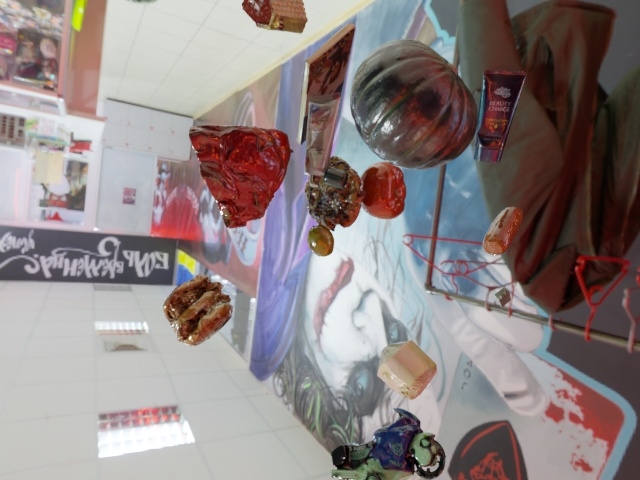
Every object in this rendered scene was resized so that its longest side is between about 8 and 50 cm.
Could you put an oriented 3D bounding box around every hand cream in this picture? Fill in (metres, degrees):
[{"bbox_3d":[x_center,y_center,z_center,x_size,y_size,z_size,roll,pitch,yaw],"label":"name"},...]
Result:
[{"bbox_3d":[-0.004,-0.350,1.418,0.124,0.341,0.077,1,170,25],"label":"hand cream"},{"bbox_3d":[0.542,-0.381,1.271,0.120,0.271,0.061,7,-155,11],"label":"hand cream"}]

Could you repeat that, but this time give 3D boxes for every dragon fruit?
[{"bbox_3d":[-0.241,-0.210,1.305,0.285,0.330,0.228,-2,174,5],"label":"dragon fruit"}]

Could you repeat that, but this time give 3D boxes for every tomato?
[{"bbox_3d":[0.260,-0.208,1.738,0.179,0.260,0.259,4,-179,29],"label":"tomato"}]

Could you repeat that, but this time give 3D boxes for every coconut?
[{"bbox_3d":[0.189,0.285,0.927,0.122,0.116,0.116,38,-161,28],"label":"coconut"}]

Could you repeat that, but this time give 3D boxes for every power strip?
[{"bbox_3d":[0.378,0.119,0.850,0.017,0.027,0.083,56,-170,32],"label":"power strip"}]

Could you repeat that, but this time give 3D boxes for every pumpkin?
[{"bbox_3d":[0.165,-0.240,0.754,0.249,0.250,0.216,6,152,-23],"label":"pumpkin"}]

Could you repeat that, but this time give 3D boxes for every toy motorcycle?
[{"bbox_3d":[0.183,0.593,1.150,0.331,0.196,0.125,-32,134,24],"label":"toy motorcycle"}]

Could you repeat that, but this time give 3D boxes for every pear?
[{"bbox_3d":[0.000,0.000,1.565,0.107,0.131,0.107,-21,-170,4],"label":"pear"}]

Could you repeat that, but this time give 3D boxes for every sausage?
[{"bbox_3d":[0.526,-0.033,1.178,0.076,0.076,0.197,9,-139,41],"label":"sausage"}]

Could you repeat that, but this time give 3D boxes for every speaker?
[{"bbox_3d":[0.057,-0.225,1.371,0.075,0.095,0.060,19,179,11],"label":"speaker"}]

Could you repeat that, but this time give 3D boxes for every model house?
[{"bbox_3d":[-0.181,-0.961,1.719,0.196,0.254,0.160,-16,157,-40],"label":"model house"}]

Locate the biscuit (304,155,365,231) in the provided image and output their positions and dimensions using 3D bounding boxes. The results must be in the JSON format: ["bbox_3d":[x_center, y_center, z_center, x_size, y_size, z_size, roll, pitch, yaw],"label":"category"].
[{"bbox_3d":[0.040,-0.191,1.682,0.081,0.290,0.334,5,-153,-43],"label":"biscuit"}]

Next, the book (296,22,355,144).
[{"bbox_3d":[0.013,-0.619,1.668,0.039,0.300,0.428,34,154,10],"label":"book"}]

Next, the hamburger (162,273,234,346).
[{"bbox_3d":[-0.468,0.276,1.552,0.211,0.245,0.260,42,-165,10],"label":"hamburger"}]
